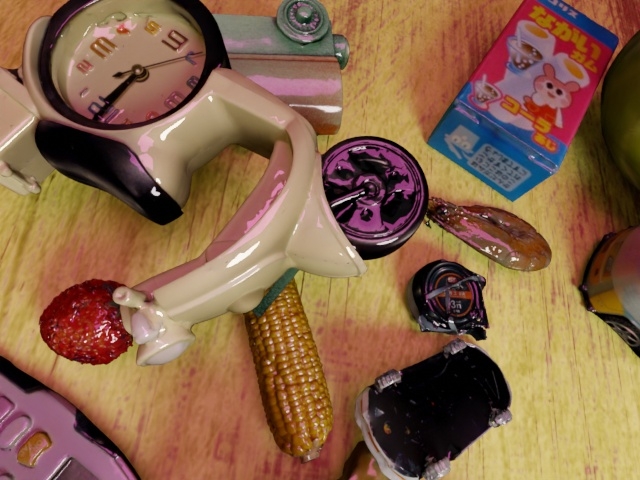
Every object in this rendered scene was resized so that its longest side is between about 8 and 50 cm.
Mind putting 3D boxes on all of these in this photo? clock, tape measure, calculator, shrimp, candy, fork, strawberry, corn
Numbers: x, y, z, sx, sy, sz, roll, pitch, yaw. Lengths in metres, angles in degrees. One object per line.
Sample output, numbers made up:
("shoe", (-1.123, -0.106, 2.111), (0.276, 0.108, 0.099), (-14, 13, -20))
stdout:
("clock", (-0.120, -0.060, 0.369), (0.379, 0.120, 0.276), (39, 78, 11))
("tape measure", (0.150, 0.066, 0.485), (0.094, 0.054, 0.091), (15, 65, -13))
("calculator", (-0.293, 0.214, 0.345), (0.294, 0.043, 0.194), (34, 67, 6))
("shrimp", (0.213, -0.015, 0.541), (0.190, 0.042, 0.101), (21, 46, -3))
("candy", (0.300, -0.221, 0.605), (0.157, 0.100, 0.306), (35, 67, 4))
("fork", (0.001, -0.001, 0.455), (0.039, 0.021, 0.235), (34, 46, 5))
("strawberry", (-0.219, 0.076, 0.394), (0.096, 0.083, 0.083), (-21, 72, 15))
("corn", (-0.036, 0.114, 0.420), (0.068, 0.068, 0.208), (-11, 72, -16))

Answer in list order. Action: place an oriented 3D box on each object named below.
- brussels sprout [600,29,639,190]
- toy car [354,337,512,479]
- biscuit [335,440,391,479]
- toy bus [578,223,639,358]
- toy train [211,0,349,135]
("brussels sprout", (0.539, -0.164, 0.528), (0.343, 0.268, 0.344), (17, 45, -18))
("toy car", (0.122, 0.165, 0.421), (0.204, 0.056, 0.095), (-7, 56, -41))
("biscuit", (0.096, 0.346, 0.348), (0.328, 0.078, 0.336), (-7, 68, -6))
("toy bus", (0.521, 0.124, 0.485), (0.386, 0.162, 0.171), (44, 68, 7))
("toy train", (-0.099, -0.204, 0.515), (0.285, 0.116, 0.177), (-4, 83, -15))
